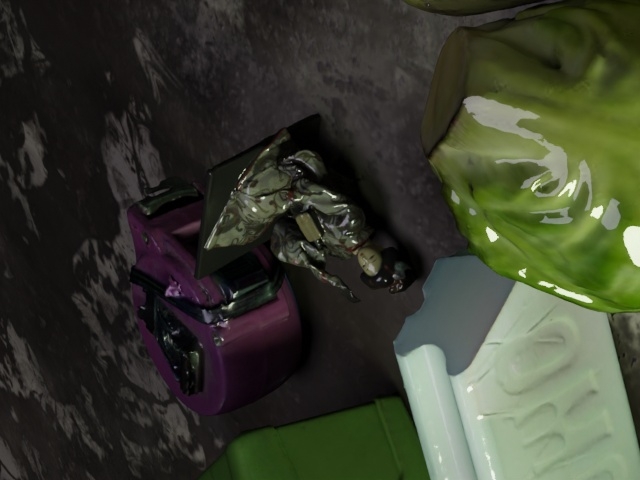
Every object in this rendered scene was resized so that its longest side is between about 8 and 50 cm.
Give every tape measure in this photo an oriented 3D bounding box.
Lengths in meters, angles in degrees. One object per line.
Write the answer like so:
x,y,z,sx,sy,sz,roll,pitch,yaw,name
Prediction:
-0.137,0.080,1.570,0.245,0.149,0.231,40,139,38,tape measure

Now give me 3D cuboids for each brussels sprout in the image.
0.188,-0.059,0.911,0.244,0.244,0.244,36,138,41,brussels sprout

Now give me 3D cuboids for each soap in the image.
0.171,0.147,1.115,0.095,0.173,0.289,2,111,55,soap

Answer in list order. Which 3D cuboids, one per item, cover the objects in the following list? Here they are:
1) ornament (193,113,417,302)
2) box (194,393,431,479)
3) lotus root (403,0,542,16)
0.000,0.000,1.331,0.196,0.153,0.166,37,140,25,ornament
-0.016,0.299,1.457,0.329,0.253,0.178,-47,57,57,box
0.139,-0.243,0.877,0.309,0.173,0.173,-3,107,55,lotus root
